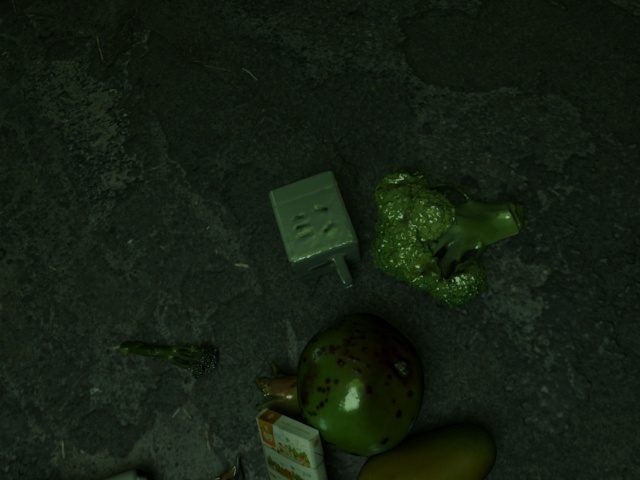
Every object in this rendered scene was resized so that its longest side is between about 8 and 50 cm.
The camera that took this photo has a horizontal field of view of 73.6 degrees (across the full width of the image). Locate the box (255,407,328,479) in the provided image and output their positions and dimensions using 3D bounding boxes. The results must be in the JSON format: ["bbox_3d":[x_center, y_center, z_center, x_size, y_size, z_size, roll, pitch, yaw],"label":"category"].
[{"bbox_3d":[-0.037,0.386,0.689,0.122,0.032,0.221,3,110,40],"label":"box"}]

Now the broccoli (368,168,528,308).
[{"bbox_3d":[0.235,-0.012,0.797,0.301,0.186,0.254,7,62,18],"label":"broccoli"}]

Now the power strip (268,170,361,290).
[{"bbox_3d":[0.000,0.000,0.854,0.140,0.139,0.225,-18,69,1],"label":"power strip"}]

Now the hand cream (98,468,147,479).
[{"bbox_3d":[-0.457,0.498,0.691,0.358,0.118,0.186,-15,55,-23],"label":"hand cream"}]

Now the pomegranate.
[{"bbox_3d":[0.036,0.232,0.744,0.285,0.231,0.231,0,67,42],"label":"pomegranate"}]

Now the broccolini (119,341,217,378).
[{"bbox_3d":[-0.312,0.240,0.872,0.216,0.058,0.067,-1,29,16],"label":"broccolini"}]

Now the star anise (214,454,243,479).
[{"bbox_3d":[-0.140,0.530,0.750,0.148,0.218,0.228,-33,110,-35],"label":"star anise"}]

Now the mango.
[{"bbox_3d":[0.174,0.374,0.686,0.250,0.156,0.114,-16,71,-7],"label":"mango"}]
